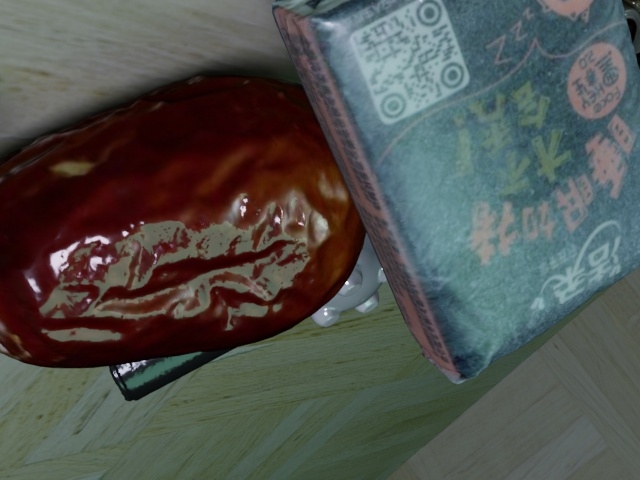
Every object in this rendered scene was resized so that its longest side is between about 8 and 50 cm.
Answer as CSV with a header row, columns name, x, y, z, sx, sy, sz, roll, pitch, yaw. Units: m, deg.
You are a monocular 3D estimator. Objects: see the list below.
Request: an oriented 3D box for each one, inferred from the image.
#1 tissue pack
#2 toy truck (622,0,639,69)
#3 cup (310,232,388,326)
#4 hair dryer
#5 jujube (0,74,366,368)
name,x,y,z,sx,sy,sz,roll,pitch,yaw
tissue pack,0.128,-0.079,0.757,0.228,0.103,0.316,-30,119,-9
toy truck,0.289,-0.226,0.979,0.254,0.181,0.405,-47,152,10
cup,0.010,-0.003,1.076,0.134,0.142,0.173,-23,155,-24
hair dryer,-0.152,0.052,1.069,0.197,0.089,0.251,-28,148,-11
jujube,-0.114,-0.011,0.804,0.318,0.223,0.223,-18,152,-29
